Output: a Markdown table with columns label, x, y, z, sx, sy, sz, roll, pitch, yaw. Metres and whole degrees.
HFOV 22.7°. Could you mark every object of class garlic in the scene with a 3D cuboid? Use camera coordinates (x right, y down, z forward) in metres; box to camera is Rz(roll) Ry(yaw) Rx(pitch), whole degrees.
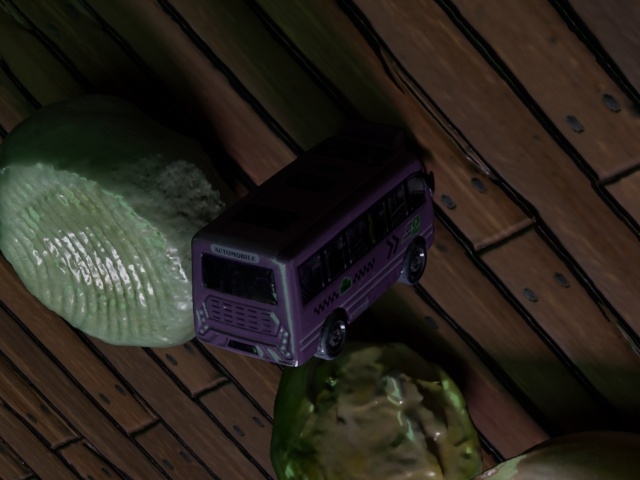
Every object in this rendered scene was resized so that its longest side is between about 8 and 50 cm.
| label | x | y | z | sx | sy | sz | roll | pitch | yaw |
| --- | --- | --- | --- | --- | --- | --- | --- | --- | --- |
| garlic | 0.209 | 0.191 | 1.062 | 0.207 | 0.128 | 0.115 | 33 | -172 | 32 |

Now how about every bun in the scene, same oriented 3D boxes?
| label | x | y | z | sx | sy | sz | roll | pitch | yaw |
| --- | --- | --- | --- | --- | --- | --- | --- | --- | --- |
| bun | -0.139 | -0.021 | 1.124 | 0.195 | 0.118 | 0.195 | 20 | 142 | 16 |

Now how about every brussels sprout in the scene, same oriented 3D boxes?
| label | x | y | z | sx | sy | sz | roll | pitch | yaw |
| --- | --- | --- | --- | --- | --- | --- | --- | --- | --- |
| brussels sprout | 0.032 | 0.145 | 1.146 | 0.149 | 0.151 | 0.122 | 21 | 176 | -16 |

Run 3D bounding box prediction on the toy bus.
| label | x | y | z | sx | sy | sz | roll | pitch | yaw |
| --- | --- | --- | --- | --- | --- | --- | --- | --- | --- |
| toy bus | 0.000 | 0.000 | 0.988 | 0.087 | 0.178 | 0.098 | 12 | 121 | 30 |
